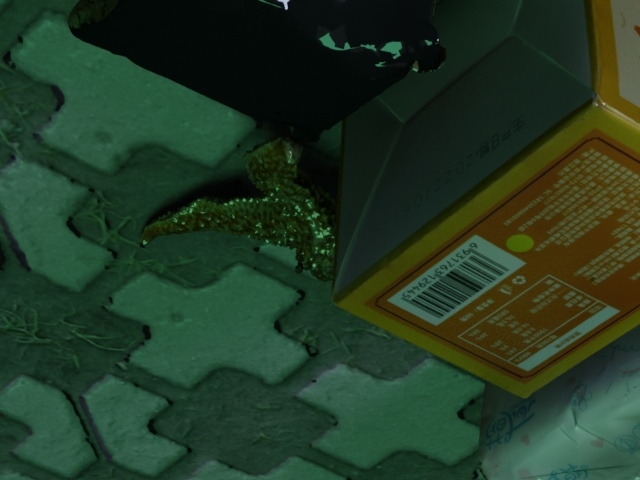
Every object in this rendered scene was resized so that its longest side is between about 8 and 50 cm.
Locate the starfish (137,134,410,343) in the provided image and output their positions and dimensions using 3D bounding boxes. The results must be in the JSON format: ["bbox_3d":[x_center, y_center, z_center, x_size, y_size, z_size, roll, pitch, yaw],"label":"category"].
[{"bbox_3d":[0.025,0.010,1.531,0.293,0.084,0.301,18,151,-25],"label":"starfish"}]

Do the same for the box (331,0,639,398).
[{"bbox_3d":[0.177,-0.075,1.301,0.214,0.259,0.283,29,134,-26],"label":"box"}]

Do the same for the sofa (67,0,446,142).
[{"bbox_3d":[-0.032,-0.213,1.261,0.258,0.182,0.200,23,154,-21],"label":"sofa"}]

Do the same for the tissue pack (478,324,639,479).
[{"bbox_3d":[0.276,0.117,1.569,0.124,0.201,0.271,37,130,-20],"label":"tissue pack"}]
